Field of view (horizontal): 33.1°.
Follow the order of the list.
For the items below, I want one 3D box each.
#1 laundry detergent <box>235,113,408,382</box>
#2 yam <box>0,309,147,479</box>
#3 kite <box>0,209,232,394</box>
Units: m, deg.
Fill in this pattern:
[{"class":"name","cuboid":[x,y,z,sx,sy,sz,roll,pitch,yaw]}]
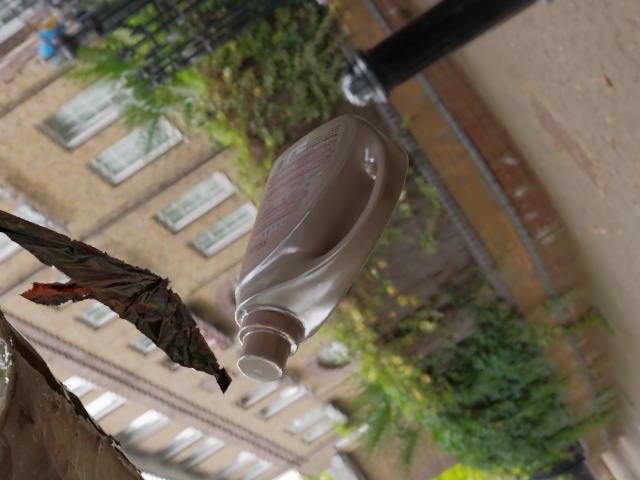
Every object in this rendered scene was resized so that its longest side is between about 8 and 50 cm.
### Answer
[{"class":"laundry detergent","cuboid":[0.000,0.000,0.929,0.076,0.171,0.237,36,-132,-24]},{"class":"yam","cuboid":[-0.139,0.133,0.465,0.238,0.129,0.128,67,-162,-44]},{"class":"kite","cuboid":[-0.146,0.028,0.702,0.232,0.009,0.189,34,-170,11]}]
